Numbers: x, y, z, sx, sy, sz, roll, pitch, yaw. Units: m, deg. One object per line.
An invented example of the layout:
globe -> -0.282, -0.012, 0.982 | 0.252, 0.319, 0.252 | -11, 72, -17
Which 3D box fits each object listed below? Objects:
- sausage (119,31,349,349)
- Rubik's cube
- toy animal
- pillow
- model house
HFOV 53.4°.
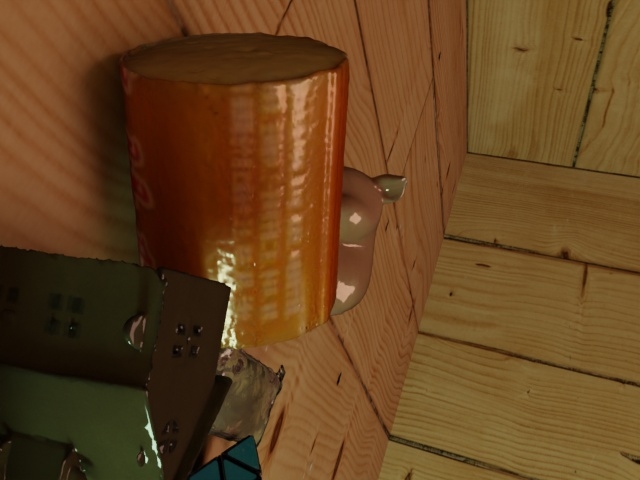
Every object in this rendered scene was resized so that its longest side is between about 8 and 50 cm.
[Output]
sausage -> -0.088, -0.064, 0.693 | 0.233, 0.233, 0.287 | -47, 146, -57
Rubik's cube -> -0.152, 0.383, 0.965 | 0.190, 0.211, 0.178 | -45, -165, 53
toy animal -> 0.000, -0.004, 1.077 | 0.212, 0.195, 0.257 | 8, 93, -49
pillow -> -0.131, 0.244, 1.006 | 0.169, 0.059, 0.255 | -66, 157, -20
model house -> -0.189, 0.141, 0.530 | 0.204, 0.211, 0.244 | 29, 68, -69
